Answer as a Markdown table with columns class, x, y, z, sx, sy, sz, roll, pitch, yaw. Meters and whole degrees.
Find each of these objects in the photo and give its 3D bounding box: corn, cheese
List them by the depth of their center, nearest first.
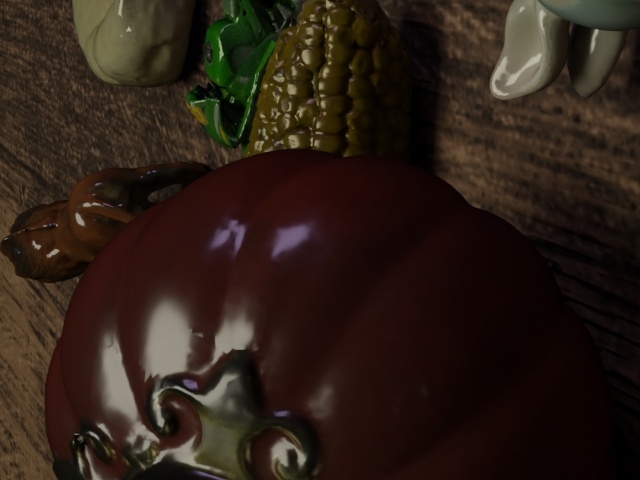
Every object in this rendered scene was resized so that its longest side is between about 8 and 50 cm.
| class | x | y | z | sx | sy | sz | roll | pitch | yaw |
| --- | --- | --- | --- | --- | --- | --- | --- | --- | --- |
| corn | 0.000 | 0.000 | 0.994 | 0.119 | 0.119 | 0.322 | -140 | 55 | -61 |
| cheese | -0.177 | -0.265 | 1.426 | 0.159 | 0.093 | 0.263 | 135 | 128 | -63 |

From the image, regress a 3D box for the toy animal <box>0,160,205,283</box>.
| class | x | y | z | sx | sy | sz | roll | pitch | yaw |
| --- | --- | --- | --- | --- | --- | --- | --- | --- | --- |
| toy animal | -0.194 | -0.011 | 1.396 | 0.312 | 0.157 | 0.097 | 154 | 112 | -66 |

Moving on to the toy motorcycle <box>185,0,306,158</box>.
| class | x | y | z | sx | sy | sz | roll | pitch | yaw |
| --- | --- | --- | --- | --- | --- | --- | --- | --- | --- |
| toy motorcycle | -0.042 | -0.133 | 1.096 | 0.074 | 0.106 | 0.190 | -140 | 52 | -60 |

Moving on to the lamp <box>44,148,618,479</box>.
| class | x | y | z | sx | sy | sz | roll | pitch | yaw |
| --- | --- | --- | --- | --- | --- | --- | --- | --- | --- |
| lamp | 0.004 | 0.100 | 0.797 | 0.303 | 0.257 | 0.303 | 17 | 125 | 25 |

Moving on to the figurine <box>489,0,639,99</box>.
| class | x | y | z | sx | sy | sz | roll | pitch | yaw |
| --- | --- | --- | --- | --- | --- | --- | --- | --- | --- |
| figurine | 0.141 | -0.150 | 0.663 | 0.155 | 0.127 | 0.235 | 40 | 133 | 48 |
